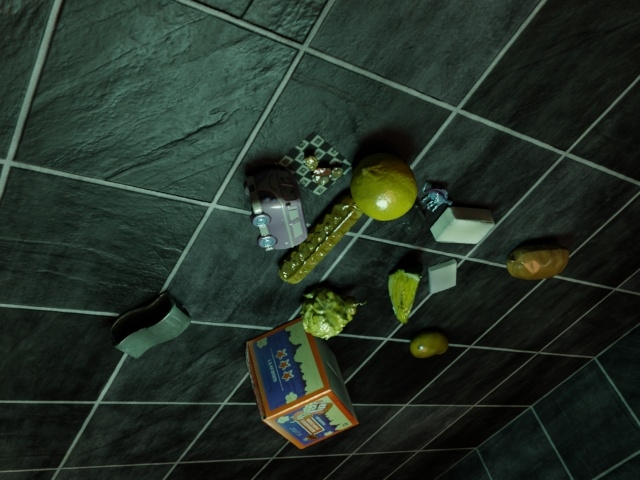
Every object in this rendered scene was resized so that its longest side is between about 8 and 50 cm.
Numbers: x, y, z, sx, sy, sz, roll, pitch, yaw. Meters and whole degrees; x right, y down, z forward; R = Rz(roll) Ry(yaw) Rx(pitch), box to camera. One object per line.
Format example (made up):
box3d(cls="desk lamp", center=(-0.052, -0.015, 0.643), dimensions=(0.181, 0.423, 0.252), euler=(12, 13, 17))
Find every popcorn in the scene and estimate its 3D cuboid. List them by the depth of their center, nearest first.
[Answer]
box3d(cls="popcorn", center=(0.034, 0.243, 2.057), dimensions=(0.195, 0.168, 0.173), euler=(12, 133, -34))

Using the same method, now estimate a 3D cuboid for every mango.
box3d(cls="mango", center=(0.453, 0.428, 2.529), dimensions=(0.227, 0.099, 0.136), euler=(13, 125, -46))

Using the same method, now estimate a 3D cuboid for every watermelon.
box3d(cls="watermelon", center=(0.304, 0.165, 2.126), dimensions=(0.123, 0.129, 0.301), euler=(-10, 145, -11))

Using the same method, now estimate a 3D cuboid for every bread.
box3d(cls="bread", center=(-0.001, 0.000, 1.833), dimensions=(0.367, 0.084, 0.077), euler=(-48, 175, 26))

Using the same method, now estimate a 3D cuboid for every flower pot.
box3d(cls="flower pot", center=(-0.515, 0.256, 1.868), dimensions=(0.229, 0.103, 0.108), euler=(-28, 141, 6))

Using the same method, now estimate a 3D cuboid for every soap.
box3d(cls="soap", center=(0.466, -0.048, 2.000), dimensions=(0.183, 0.064, 0.121), euler=(3, 141, -29))

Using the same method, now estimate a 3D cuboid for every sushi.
box3d(cls="sushi", center=(-0.009, -0.192, 1.642), dimensions=(0.139, 0.031, 0.201), euler=(-37, 139, 19))

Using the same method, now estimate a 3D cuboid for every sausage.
box3d(cls="sausage", center=(0.798, 0.076, 2.262), dimensions=(0.241, 0.120, 0.136), euler=(-7, 124, -18))

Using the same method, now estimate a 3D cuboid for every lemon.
box3d(cls="lemon", center=(0.169, -0.147, 1.666), dimensions=(0.178, 0.178, 0.203), euler=(-37, 140, 18))

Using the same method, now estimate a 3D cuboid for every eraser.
box3d(cls="eraser", center=(0.445, 0.131, 2.237), dimensions=(0.103, 0.023, 0.150), euler=(-19, 142, -4))

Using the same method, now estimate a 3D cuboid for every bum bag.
box3d(cls="bum bag", center=(0.265, -0.088, 1.883), dimensions=(0.087, 0.049, 0.198), euler=(-50, 139, -4))

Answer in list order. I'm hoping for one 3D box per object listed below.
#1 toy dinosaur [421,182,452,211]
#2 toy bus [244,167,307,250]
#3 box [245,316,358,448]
box3d(cls="toy dinosaur", center=(0.351, -0.132, 1.874), dimensions=(0.080, 0.045, 0.197), euler=(-45, 145, 16))
box3d(cls="toy bus", center=(-0.118, -0.085, 1.633), dimensions=(0.142, 0.142, 0.203), euler=(-14, 142, -2))
box3d(cls="box", center=(-0.068, 0.513, 2.204), dimensions=(0.256, 0.319, 0.349), euler=(-24, 142, 5))
